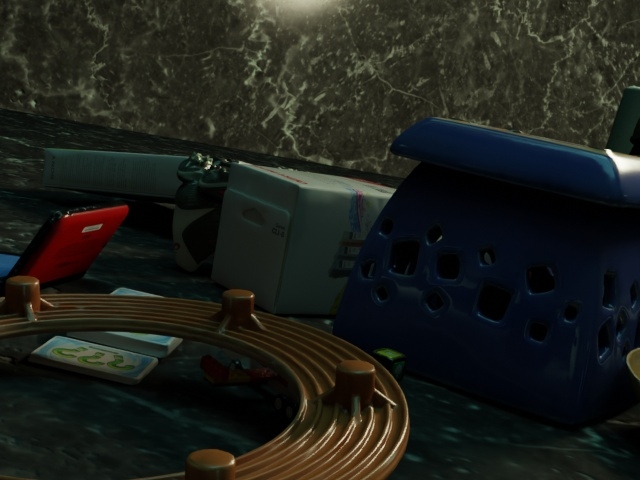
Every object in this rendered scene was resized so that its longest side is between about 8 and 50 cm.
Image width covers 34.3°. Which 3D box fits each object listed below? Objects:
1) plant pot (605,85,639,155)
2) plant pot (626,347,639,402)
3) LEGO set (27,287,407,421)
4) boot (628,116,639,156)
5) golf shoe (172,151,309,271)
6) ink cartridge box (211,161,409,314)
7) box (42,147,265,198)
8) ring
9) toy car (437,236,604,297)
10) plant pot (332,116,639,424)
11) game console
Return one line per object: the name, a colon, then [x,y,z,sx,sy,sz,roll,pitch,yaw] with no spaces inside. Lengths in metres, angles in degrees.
plant pot: [0.646,-0.096,1.899,0.341,0.334,0.341,10,8,-2]
plant pot: [0.342,0.144,0.782,0.236,0.032,0.236,15,13,-4]
LEGO set: [-0.059,0.069,0.750,0.244,0.060,0.182,13,12,6]
boot: [0.412,-0.015,1.267,0.131,0.260,0.348,24,7,7]
golf shoe: [-0.048,-0.021,1.159,0.272,0.120,0.105,7,13,-37]
ink cartridge box: [0.000,0.000,1.047,0.176,0.127,0.128,6,10,-37]
box: [-0.175,-0.075,1.385,0.322,0.058,0.232,8,0,33]
ring: [-0.119,0.072,0.552,0.336,0.032,0.336,4,13,-1]
toy car: [0.179,0.015,1.193,0.238,0.210,0.219,-25,10,-24]
plant pot: [0.177,0.013,0.908,0.236,0.212,0.236,17,10,32]
game console: [-0.252,-0.003,0.891,0.085,0.124,0.144,39,12,6]
